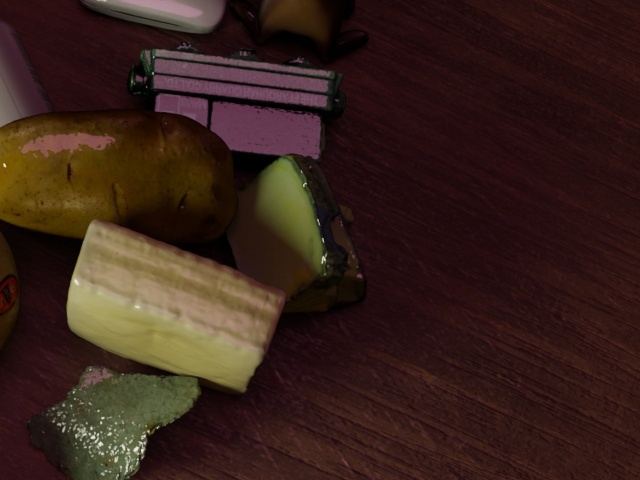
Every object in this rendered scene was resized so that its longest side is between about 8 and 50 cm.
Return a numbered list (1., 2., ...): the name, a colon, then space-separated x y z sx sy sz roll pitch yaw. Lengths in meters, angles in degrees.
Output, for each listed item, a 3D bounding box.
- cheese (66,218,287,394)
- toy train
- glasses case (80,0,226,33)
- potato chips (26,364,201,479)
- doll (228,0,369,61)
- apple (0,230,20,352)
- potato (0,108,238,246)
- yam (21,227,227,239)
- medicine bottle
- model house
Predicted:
1. cheese: -0.198 0.098 1.521 0.265 0.242 0.124 21 64 -4
2. toy train: -0.126 -0.187 1.711 0.330 0.138 0.178 6 78 -12
3. glasses case: -0.263 -0.384 1.789 0.233 0.059 0.092 13 69 -6
4. potato chips: -0.269 0.236 1.513 0.228 0.059 0.167 -42 59 2
5. doll: -0.045 -0.473 1.812 0.317 0.209 0.340 21 65 -39
6. apple: -0.513 0.072 1.494 0.260 0.194 0.261 3 71 -8
7. potato: -0.287 -0.085 1.527 0.369 0.195 0.177 4 77 -26
8. yam: -0.266 -0.025 1.664 0.326 0.045 0.045 2 103 -12
9. medicine bottle: -0.475 -0.209 1.628 0.157 0.157 0.289 -23 75 -19
10. model house: 0.000 0.000 1.634 0.211 0.170 0.194 8 53 -51
